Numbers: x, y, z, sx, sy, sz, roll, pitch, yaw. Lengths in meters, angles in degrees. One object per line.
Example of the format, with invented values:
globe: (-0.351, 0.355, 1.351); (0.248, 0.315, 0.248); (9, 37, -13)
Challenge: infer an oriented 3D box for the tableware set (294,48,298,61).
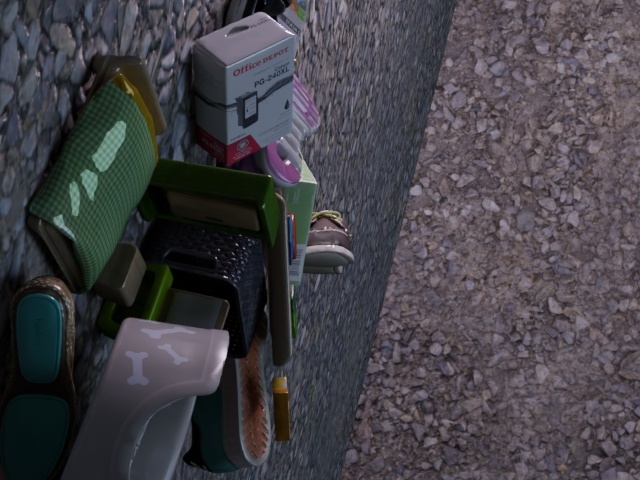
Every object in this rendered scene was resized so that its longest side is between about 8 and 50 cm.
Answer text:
tableware set: (-0.044, -0.322, 1.850); (0.154, 0.024, 0.104); (88, 18, -55)

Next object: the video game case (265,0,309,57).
video game case: (-0.050, -0.329, 1.758); (0.119, 0.015, 0.166); (31, 71, -63)

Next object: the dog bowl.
dog bowl: (-0.196, 0.232, 1.215); (0.349, 0.102, 0.349); (-159, -90, -84)

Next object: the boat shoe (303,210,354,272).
boat shoe: (0.000, 0.000, 2.179); (0.324, 0.116, 0.097); (87, 6, -84)

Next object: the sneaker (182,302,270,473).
sneaker: (-0.143, 0.159, 1.710); (0.108, 0.121, 0.302); (32, 50, -56)

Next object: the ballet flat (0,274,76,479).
ballet flat: (-0.250, 0.124, 1.154); (0.067, 0.073, 0.206); (-91, -168, -69)

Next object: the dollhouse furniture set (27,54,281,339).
dollhouse furniture set: (-0.151, -0.022, 1.268); (0.301, 0.151, 0.197); (80, 24, -63)

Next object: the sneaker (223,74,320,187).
sneaker: (-0.073, -0.141, 1.724); (0.095, 0.104, 0.236); (50, 32, -23)

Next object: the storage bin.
storage bin: (-0.136, 0.052, 1.514); (0.180, 0.122, 0.084); (87, 19, -56)

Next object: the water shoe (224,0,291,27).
water shoe: (-0.082, -0.219, 1.608); (0.073, 0.080, 0.203); (-61, 160, -58)

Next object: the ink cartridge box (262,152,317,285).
ink cartridge box: (-0.058, -0.051, 2.018); (0.235, 0.056, 0.171); (-117, -147, -67)

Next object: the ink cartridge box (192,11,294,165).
ink cartridge box: (-0.091, -0.181, 1.532); (0.109, 0.063, 0.150); (-31, 143, -30)

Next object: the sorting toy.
sorting toy: (-0.045, 0.090, 1.640); (0.229, 0.041, 0.307); (-139, -134, -86)
